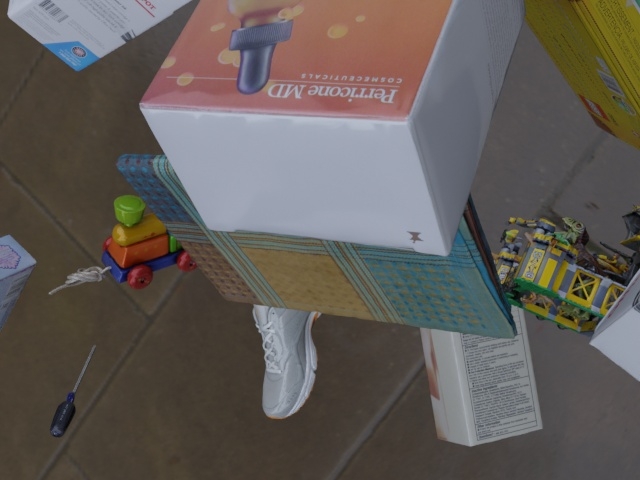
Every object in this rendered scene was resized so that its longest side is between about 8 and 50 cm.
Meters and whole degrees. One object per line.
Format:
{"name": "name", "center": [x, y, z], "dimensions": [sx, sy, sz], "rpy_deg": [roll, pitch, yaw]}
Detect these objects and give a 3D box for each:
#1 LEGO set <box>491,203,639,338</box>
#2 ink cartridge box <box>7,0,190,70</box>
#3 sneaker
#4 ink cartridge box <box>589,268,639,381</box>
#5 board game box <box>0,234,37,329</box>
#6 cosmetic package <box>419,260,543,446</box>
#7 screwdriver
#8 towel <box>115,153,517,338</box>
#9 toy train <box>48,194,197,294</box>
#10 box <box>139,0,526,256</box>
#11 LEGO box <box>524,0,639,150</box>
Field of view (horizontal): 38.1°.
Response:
{"name": "LEGO set", "center": [0.373, 0.016, 1.274], "dimensions": [0.254, 0.331, 0.192], "rpy_deg": [23, 83, 11]}
{"name": "ink cartridge box", "center": [-0.226, -0.266, 0.977], "dimensions": [0.180, 0.104, 0.060], "rpy_deg": [-24, 50, 24]}
{"name": "sneaker", "center": [-0.067, 0.145, 1.457], "dimensions": [0.099, 0.121, 0.263], "rpy_deg": [-1, 74, 47]}
{"name": "ink cartridge box", "center": [0.428, 0.018, 0.920], "dimensions": [0.129, 0.307, 0.223], "rpy_deg": [40, 68, 10]}
{"name": "board game box", "center": [-0.566, 0.163, 1.237], "dimensions": [0.066, 0.318, 0.319], "rpy_deg": [43, 121, 9]}
{"name": "cosmetic package", "center": [0.266, 0.187, 1.591], "dimensions": [0.129, 0.153, 0.296], "rpy_deg": [167, 96, -69]}
{"name": "screwdriver", "center": [-0.328, 0.195, 1.232], "dimensions": [0.025, 0.170, 0.024], "rpy_deg": [-10, 123, 8]}
{"name": "towel", "center": [0.000, 0.000, 0.954], "dimensions": [0.370, 0.271, 0.040], "rpy_deg": [5, 56, 29]}
{"name": "toy train", "center": [-0.299, -0.005, 1.417], "dimensions": [0.105, 0.248, 0.143], "rpy_deg": [43, 139, 35]}
{"name": "box", "center": [0.016, -0.091, 0.450], "dimensions": [0.130, 0.091, 0.171], "rpy_deg": [6, 55, 23]}
{"name": "LEGO box", "center": [0.509, -0.405, 1.382], "dimensions": [0.372, 0.500, 0.193], "rpy_deg": [-49, 44, 2]}
